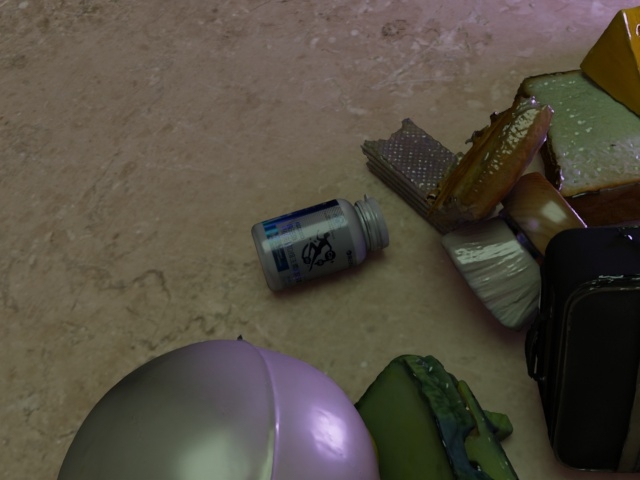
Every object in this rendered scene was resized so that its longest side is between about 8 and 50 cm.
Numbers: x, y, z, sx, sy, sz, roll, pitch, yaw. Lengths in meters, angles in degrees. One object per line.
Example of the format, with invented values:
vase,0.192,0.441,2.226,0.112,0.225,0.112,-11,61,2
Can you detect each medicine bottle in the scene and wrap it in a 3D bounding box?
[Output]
medicine bottle,0.000,0.000,1.050,0.191,0.107,0.107,-17,51,-5

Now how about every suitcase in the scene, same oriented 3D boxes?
suitcase,0.450,0.126,0.771,0.433,0.283,0.194,0,30,9

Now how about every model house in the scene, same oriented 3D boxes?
model house,0.163,0.248,0.783,0.211,0.170,0.194,11,36,-31

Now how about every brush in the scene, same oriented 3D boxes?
brush,0.305,0.051,0.943,0.166,0.174,0.267,-41,86,13

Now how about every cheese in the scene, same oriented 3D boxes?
cheese,0.509,-0.258,1.088,0.093,0.126,0.171,-16,68,-20

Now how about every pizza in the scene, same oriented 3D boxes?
pizza,0.218,-0.098,0.960,0.071,0.297,0.189,33,89,-5

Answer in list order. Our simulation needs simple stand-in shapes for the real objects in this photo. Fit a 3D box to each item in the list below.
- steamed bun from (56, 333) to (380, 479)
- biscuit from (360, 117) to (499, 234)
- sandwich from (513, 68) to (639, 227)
steamed bun,-0.105,0.264,0.692,0.333,0.374,0.334,8,69,-22
biscuit,0.176,-0.107,1.141,0.108,0.062,0.239,-31,54,-18
sandwich,0.470,-0.157,1.113,0.271,0.099,0.301,-2,48,1
